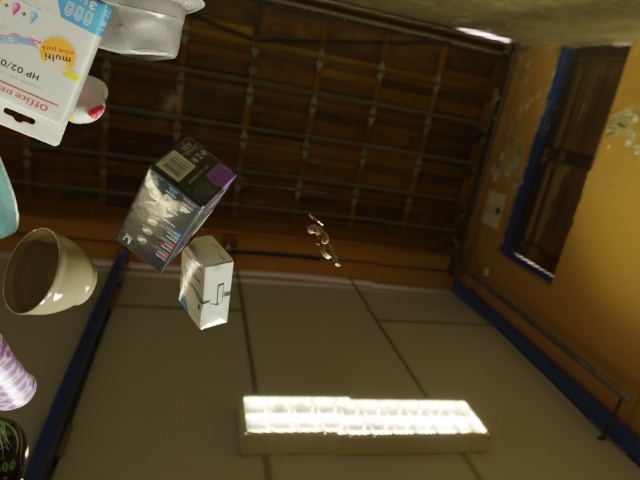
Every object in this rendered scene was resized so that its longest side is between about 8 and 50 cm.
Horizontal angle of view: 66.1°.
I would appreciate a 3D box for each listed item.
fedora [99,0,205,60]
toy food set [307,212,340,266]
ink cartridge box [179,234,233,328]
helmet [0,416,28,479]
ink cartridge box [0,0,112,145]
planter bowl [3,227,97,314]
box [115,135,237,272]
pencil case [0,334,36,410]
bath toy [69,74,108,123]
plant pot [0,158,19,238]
[{"bbox_3d":[-0.377,-0.434,0.990,0.275,0.124,0.244,4,-167,-10],"label":"fedora"},{"bbox_3d":[0.000,0.000,1.066,0.078,0.019,0.122,37,-155,-48],"label":"toy food set"},{"bbox_3d":[-0.311,0.109,1.324,0.086,0.203,0.148,-12,-145,-36],"label":"ink cartridge box"},{"bbox_3d":[-0.756,0.486,1.120,0.169,0.162,0.169,-13,170,-2],"label":"helmet"},{"bbox_3d":[-0.319,-0.202,0.548,0.104,0.181,0.061,22,-168,-24],"label":"ink cartridge box"},{"bbox_3d":[-0.503,0.067,0.940,0.162,0.162,0.109,22,176,33],"label":"planter bowl"},{"bbox_3d":[-0.341,-0.080,1.152,0.143,0.270,0.165,38,-141,-6],"label":"box"},{"bbox_3d":[-0.595,0.231,0.903,0.086,0.206,0.088,-5,-133,-11],"label":"pencil case"},{"bbox_3d":[-0.509,-0.352,0.904,0.151,0.348,0.129,-35,-127,-14],"label":"bath toy"},{"bbox_3d":[-0.428,-0.038,0.253,0.341,0.341,0.334,19,-131,27],"label":"plant pot"}]
